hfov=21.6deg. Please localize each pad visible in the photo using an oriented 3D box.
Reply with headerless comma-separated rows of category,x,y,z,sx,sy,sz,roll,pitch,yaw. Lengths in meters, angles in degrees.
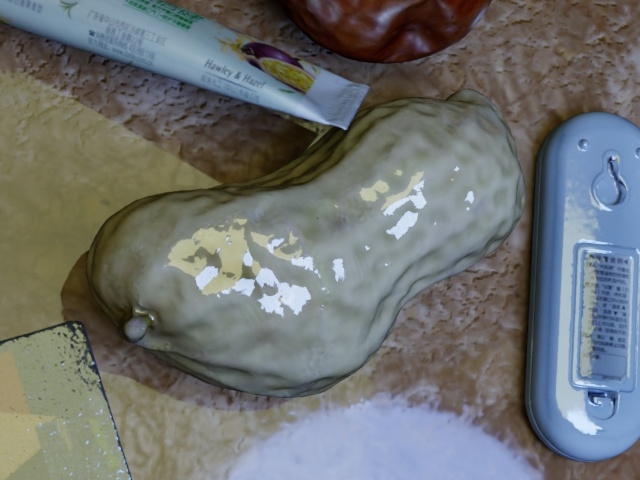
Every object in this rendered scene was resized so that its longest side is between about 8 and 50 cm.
pad,-0.229,0.143,1.044,0.211,0.003,0.143,-17,85,-17

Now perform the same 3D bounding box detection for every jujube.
jujube,0.028,-0.233,1.106,0.168,0.168,0.236,-15,70,-16

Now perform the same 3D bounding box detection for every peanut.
peanut,-0.001,0.009,1.059,0.291,0.143,0.159,-24,117,-22

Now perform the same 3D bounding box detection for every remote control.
remote control,0.188,0.029,1.149,0.087,0.047,0.244,6,78,-10

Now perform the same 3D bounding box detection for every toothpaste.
toothpaste,-0.123,-0.135,1.060,0.314,0.056,0.058,19,71,4
